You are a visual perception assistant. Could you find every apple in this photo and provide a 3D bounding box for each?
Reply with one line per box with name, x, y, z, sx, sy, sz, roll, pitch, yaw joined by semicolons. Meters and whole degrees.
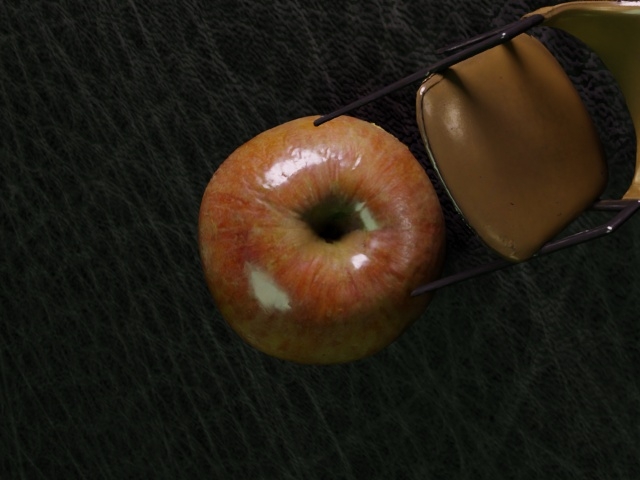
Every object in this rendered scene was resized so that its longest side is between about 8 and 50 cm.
apple;0.000;0.000;1.500;0.211;0.211;0.188;55;174;-3

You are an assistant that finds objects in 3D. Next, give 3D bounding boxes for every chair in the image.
chair;0.147;-0.077;1.300;0.158;0.172;0.247;60;154;-9
